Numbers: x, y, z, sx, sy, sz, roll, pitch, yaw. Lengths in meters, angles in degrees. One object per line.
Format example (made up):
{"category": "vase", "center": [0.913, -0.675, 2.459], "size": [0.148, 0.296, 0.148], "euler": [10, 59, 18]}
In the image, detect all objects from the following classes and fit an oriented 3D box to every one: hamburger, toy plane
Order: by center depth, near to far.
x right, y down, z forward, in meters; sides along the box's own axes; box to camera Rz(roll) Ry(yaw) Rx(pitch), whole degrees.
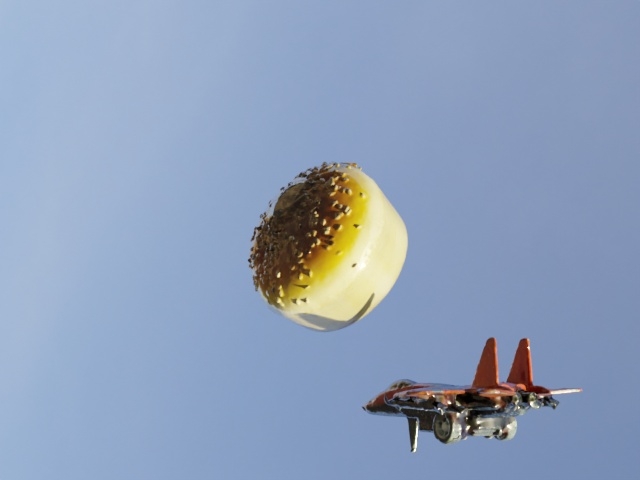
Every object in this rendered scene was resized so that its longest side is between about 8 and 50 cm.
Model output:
{"category": "toy plane", "center": [0.087, 0.118, 0.707], "size": [0.189, 0.130, 0.061], "euler": [-33, -119, 51]}
{"category": "hamburger", "center": [0.000, 0.000, 0.759], "size": [0.126, 0.081, 0.141], "euler": [-34, -147, 23]}
